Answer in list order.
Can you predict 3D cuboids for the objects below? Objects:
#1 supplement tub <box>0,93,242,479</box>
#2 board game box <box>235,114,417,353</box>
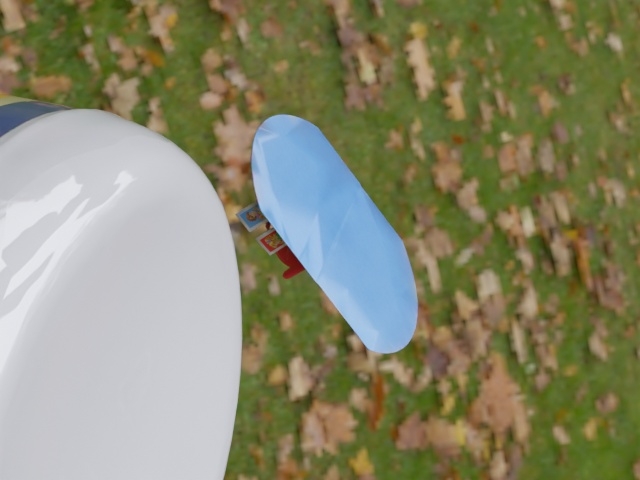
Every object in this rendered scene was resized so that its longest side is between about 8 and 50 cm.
[{"bbox_3d":[-0.210,0.047,0.498,0.228,0.316,0.228,11,90,-73],"label":"supplement tub"},{"bbox_3d":[0.000,0.000,0.921,0.168,0.033,0.133,53,27,-16],"label":"board game box"}]
